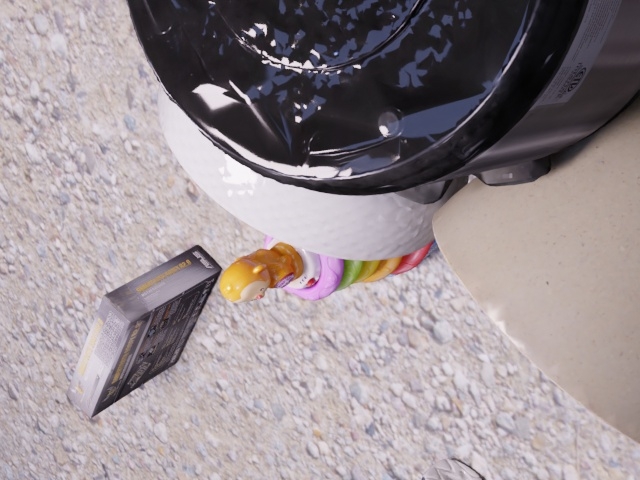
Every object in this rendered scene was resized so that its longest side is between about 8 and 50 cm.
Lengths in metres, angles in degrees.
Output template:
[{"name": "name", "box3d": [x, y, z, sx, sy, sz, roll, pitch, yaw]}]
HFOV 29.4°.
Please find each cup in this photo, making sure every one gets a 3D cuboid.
[{"name": "cup", "box3d": [0.303, -0.001, 1.108, 0.331, 0.331, 0.237, 45, 108, 14]}]

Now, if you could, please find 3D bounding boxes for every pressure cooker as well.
[{"name": "pressure cooker", "box3d": [0.097, -0.224, 0.957, 0.370, 0.420, 0.376, -25, 85, 33]}]

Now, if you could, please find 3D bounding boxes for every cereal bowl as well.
[{"name": "cereal bowl", "box3d": [0.011, -0.147, 1.239, 0.339, 0.339, 0.141, 42, 131, 17]}]

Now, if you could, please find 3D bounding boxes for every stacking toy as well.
[{"name": "stacking toy", "box3d": [0.000, 0.000, 1.347, 0.166, 0.302, 0.175, 53, 135, 6]}]

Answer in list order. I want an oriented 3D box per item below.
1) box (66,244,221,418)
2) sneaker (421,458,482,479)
[{"name": "box", "box3d": [-0.251, 0.129, 1.724, 0.056, 0.183, 0.231, 43, 134, 16]}, {"name": "sneaker", "box3d": [0.206, 0.401, 1.526, 0.235, 0.094, 0.153, 34, 132, 24]}]
